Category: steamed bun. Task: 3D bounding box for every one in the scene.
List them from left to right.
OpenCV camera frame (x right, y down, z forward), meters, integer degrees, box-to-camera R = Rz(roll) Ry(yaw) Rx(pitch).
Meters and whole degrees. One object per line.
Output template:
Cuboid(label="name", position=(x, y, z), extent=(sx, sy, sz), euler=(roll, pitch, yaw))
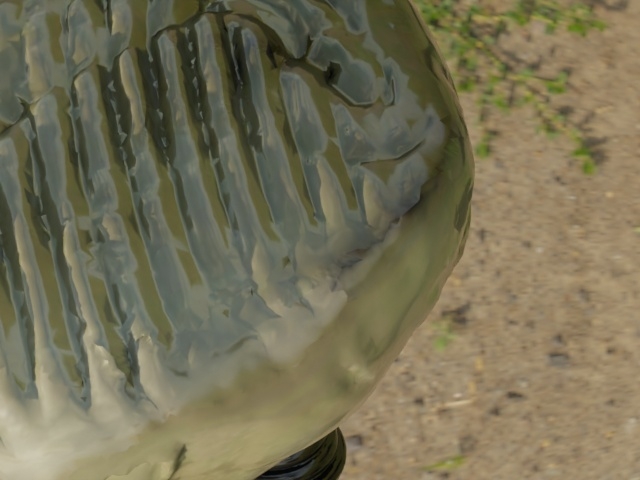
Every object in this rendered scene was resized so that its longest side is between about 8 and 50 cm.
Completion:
Cuboid(label="steamed bun", position=(-0.109, 0.003, 0.685), extent=(0.324, 0.219, 0.310), euler=(-38, 61, -17))

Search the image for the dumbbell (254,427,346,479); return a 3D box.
Cuboid(label="dumbbell", position=(-0.032, 0.165, 1.072), extent=(0.099, 0.099, 0.208), euler=(28, 135, 31))
